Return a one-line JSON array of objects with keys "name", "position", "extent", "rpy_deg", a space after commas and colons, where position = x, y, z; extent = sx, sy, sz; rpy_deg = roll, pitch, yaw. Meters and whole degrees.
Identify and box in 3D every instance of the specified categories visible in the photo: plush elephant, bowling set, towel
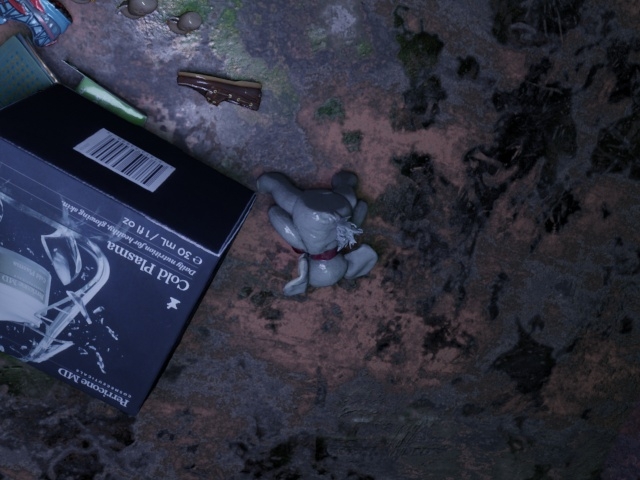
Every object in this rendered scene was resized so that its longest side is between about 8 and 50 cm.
[{"name": "plush elephant", "position": [0.000, 0.000, 1.536], "extent": [0.271, 0.330, 0.256], "rpy_deg": [-6, 127, -21]}, {"name": "bowling set", "position": [-0.385, -0.576, 1.311], "extent": [0.286, 0.154, 0.200], "rpy_deg": [13, 91, -34]}, {"name": "towel", "position": [-0.624, -0.225, 1.335], "extent": [0.271, 0.040, 0.370], "rpy_deg": [-26, 111, 20]}]

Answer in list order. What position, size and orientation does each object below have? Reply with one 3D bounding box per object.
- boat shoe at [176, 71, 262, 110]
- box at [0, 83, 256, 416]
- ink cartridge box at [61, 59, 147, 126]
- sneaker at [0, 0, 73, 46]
[{"name": "boat shoe", "position": [-0.241, -0.356, 1.446], "extent": [0.206, 0.073, 0.073], "rpy_deg": [6, 103, -17]}, {"name": "box", "position": [-0.463, 0.023, 1.254], "extent": [0.479, 0.297, 0.472], "rpy_deg": [29, 120, -6]}, {"name": "ink cartridge box", "position": [-0.498, -0.318, 1.365], "extent": [0.209, 0.109, 0.062], "rpy_deg": [34, 94, -22]}, {"name": "sneaker", "position": [-0.664, -0.512, 1.263], "extent": [0.261, 0.104, 0.125], "rpy_deg": [38, 96, -22]}]
